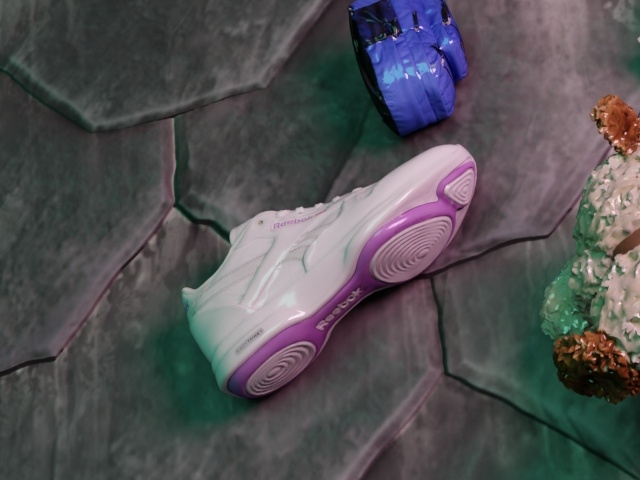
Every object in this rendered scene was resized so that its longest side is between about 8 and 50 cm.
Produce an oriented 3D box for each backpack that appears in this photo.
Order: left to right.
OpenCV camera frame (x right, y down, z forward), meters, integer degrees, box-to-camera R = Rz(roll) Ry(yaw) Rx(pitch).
[{"bbox_3d":[0.084,-0.167,1.695,0.101,0.098,0.120,-20,57,11],"label":"backpack"}]

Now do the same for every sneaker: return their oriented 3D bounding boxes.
[{"bbox_3d":[0.000,0.000,1.640,0.305,0.114,0.152,-39,56,3],"label":"sneaker"}]

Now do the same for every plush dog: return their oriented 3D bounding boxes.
[{"bbox_3d":[0.278,0.020,1.410,0.262,0.210,0.225,-22,35,13],"label":"plush dog"}]

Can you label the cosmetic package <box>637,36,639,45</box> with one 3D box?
[{"bbox_3d":[0.345,-0.186,1.612,0.115,0.041,0.060,-39,56,4],"label":"cosmetic package"}]
